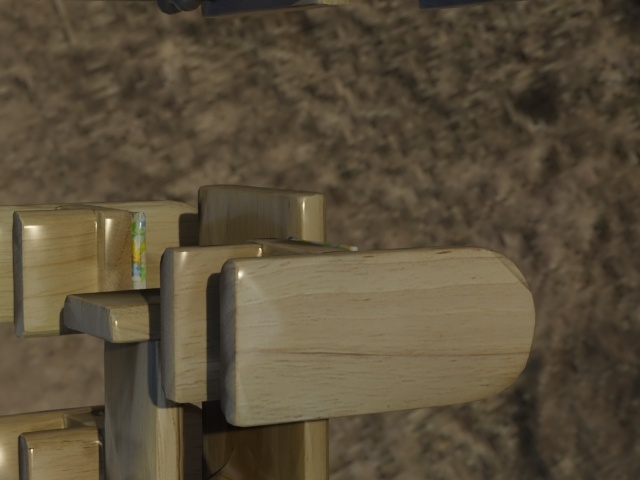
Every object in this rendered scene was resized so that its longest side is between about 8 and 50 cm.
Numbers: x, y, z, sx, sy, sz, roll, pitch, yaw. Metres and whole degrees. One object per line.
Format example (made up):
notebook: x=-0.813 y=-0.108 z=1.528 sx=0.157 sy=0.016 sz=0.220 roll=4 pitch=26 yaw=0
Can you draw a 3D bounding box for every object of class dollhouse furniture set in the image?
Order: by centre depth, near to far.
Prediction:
dollhouse furniture set: x=0.000 y=0.000 z=0.569 sx=0.212 sy=0.161 sz=0.242 roll=8 pitch=100 yaw=61
